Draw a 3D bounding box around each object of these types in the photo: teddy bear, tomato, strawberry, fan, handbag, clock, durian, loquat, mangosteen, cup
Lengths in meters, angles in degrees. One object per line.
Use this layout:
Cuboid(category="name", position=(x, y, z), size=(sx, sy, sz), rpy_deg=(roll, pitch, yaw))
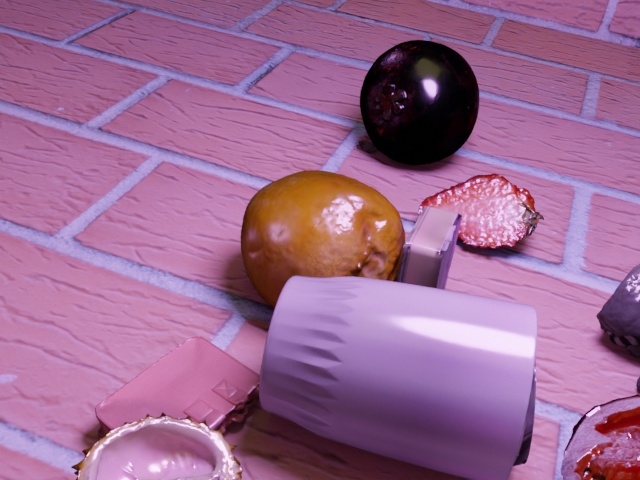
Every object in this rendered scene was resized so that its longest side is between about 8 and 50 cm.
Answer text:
Cuboid(category="teddy bear", position=(0.584, 0.172, 1.275), size=(0.171, 0.144, 0.251), rpy_deg=(-34, 61, 1))
Cuboid(category="tomato", position=(0.432, 0.324, 0.990), size=(0.181, 0.155, 0.214), rpy_deg=(-8, 24, 46))
Cuboid(category="strawberry", position=(0.342, -0.051, 1.563), size=(0.236, 0.106, 0.175), rpy_deg=(26, 76, 25))
Cuboid(category="fan", position=(0.131, -0.230, 1.844), size=(0.083, 0.004, 0.056), rpy_deg=(17, 35, 13))
Cuboid(category="handbag", position=(-0.199, 0.240, 1.070), size=(0.157, 0.059, 0.212), rpy_deg=(27, 41, 26))
Cuboid(category="clock", position=(0.184, 0.054, 1.293), size=(0.071, 0.192, 0.147), rpy_deg=(17, 36, 15))
Cuboid(category="durian", position=(-0.204, 0.321, 0.886), size=(0.183, 0.138, 0.250), rpy_deg=(36, 42, 29))
Cuboid(category="loquat", position=(0.000, 0.000, 1.286), size=(0.276, 0.276, 0.284), rpy_deg=(-13, 37, -27))
Cuboid(category="mangosteen", position=(0.251, -0.319, 1.765), size=(0.313, 0.297, 0.297), rpy_deg=(15, 29, -30))
Cuboid(category="cup", position=(0.117, 0.180, 1.051), size=(0.372, 0.253, 0.253), rpy_deg=(12, 35, 8))
